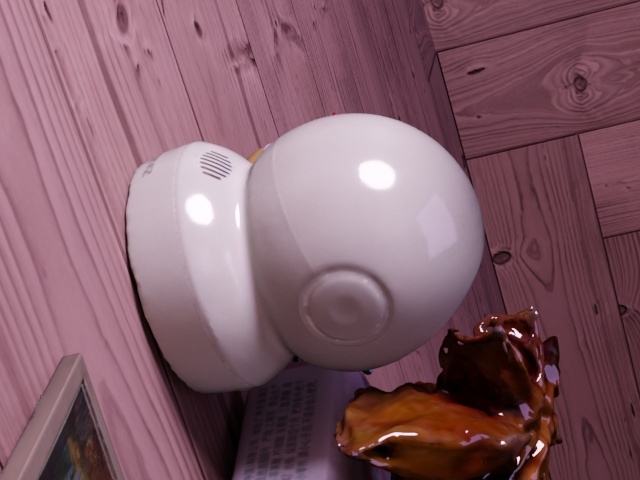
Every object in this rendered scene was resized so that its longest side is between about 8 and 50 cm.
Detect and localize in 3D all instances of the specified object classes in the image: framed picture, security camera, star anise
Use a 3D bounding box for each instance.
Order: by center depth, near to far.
[{"bbox_3d":[-0.123,0.184,0.683,0.250,0.016,0.184,-86,161,-75],"label":"framed picture"},{"bbox_3d":[0.000,0.000,0.966,0.194,0.236,0.194,-15,90,-78],"label":"security camera"},{"bbox_3d":[0.107,0.161,1.010,0.346,0.148,0.237,32,72,-75],"label":"star anise"}]

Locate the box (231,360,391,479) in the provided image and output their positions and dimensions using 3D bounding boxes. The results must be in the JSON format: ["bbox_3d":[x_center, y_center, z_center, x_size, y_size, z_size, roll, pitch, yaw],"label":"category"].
[{"bbox_3d":[-0.004,0.273,0.965,0.369,0.112,0.190,-85,157,-53],"label":"box"}]

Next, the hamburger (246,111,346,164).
[{"bbox_3d":[-0.007,-0.022,1.161,0.175,0.137,0.175,-7,90,-76],"label":"hamburger"}]

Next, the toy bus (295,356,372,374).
[{"bbox_3d":[0.015,0.114,1.328,0.166,0.047,0.065,-7,80,-78],"label":"toy bus"}]
